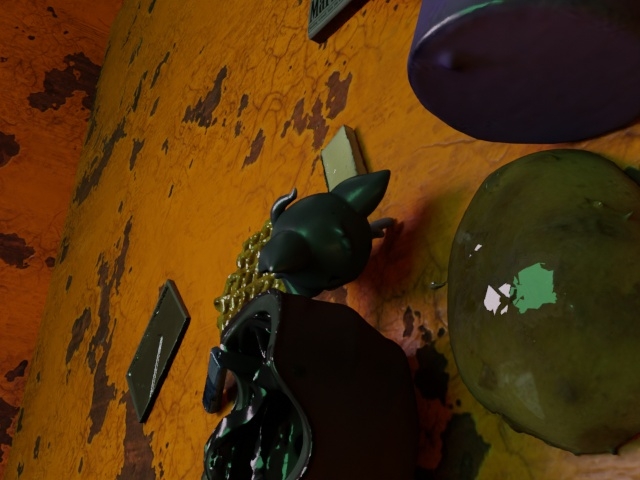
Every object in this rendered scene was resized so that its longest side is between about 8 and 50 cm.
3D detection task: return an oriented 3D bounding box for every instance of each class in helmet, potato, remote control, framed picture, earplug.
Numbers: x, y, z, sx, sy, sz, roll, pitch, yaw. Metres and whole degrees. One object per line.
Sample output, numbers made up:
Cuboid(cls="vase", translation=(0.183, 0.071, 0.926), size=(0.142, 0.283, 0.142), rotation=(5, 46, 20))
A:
Cuboid(cls="helmet", translation=(-0.007, 0.224, 0.719), size=(0.271, 0.197, 0.338), rotation=(167, 107, -67))
Cuboid(cls="potato", translation=(0.180, 0.038, 0.602), size=(0.239, 0.116, 0.299), rotation=(-50, 35, 41))
Cuboid(cls="remote control", translation=(-0.175, 0.237, 1.109), size=(0.152, 0.027, 0.043), rotation=(107, 147, -41))
Cuboid(cls="framed picture", translation=(-0.361, 0.240, 1.478), size=(0.265, 0.018, 0.192), rotation=(-64, 31, 12))
Cuboid(cls="earplug", translation=(0.222, -0.335, 0.655), size=(0.215, 0.215, 0.455), rotation=(-19, 55, 55))

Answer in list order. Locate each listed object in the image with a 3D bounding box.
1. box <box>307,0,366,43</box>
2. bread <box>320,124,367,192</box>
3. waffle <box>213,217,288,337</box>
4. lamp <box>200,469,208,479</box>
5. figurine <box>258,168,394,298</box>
Cuboid(cls="box", translation=(0.040, -0.434, 1.165), size=(0.177, 0.036, 0.115), rotation=(-28, 50, 51))
Cuboid(cls="bread", translation=(0.035, -0.103, 0.997), size=(0.068, 0.028, 0.153), rotation=(-50, 35, 33))
Cuboid(cls="waffle", translation=(-0.106, 0.081, 1.100), size=(0.237, 0.059, 0.243), rotation=(-60, 30, 18))
Cuboid(cls="lamp", translation=(-0.120, 0.385, 0.916), size=(0.101, 0.101, 0.250), rotation=(-61, 25, 17))
Cuboid(cls="figurine", translation=(-0.003, -0.004, 0.864), size=(0.193, 0.140, 0.265), rotation=(-34, 22, -12))
